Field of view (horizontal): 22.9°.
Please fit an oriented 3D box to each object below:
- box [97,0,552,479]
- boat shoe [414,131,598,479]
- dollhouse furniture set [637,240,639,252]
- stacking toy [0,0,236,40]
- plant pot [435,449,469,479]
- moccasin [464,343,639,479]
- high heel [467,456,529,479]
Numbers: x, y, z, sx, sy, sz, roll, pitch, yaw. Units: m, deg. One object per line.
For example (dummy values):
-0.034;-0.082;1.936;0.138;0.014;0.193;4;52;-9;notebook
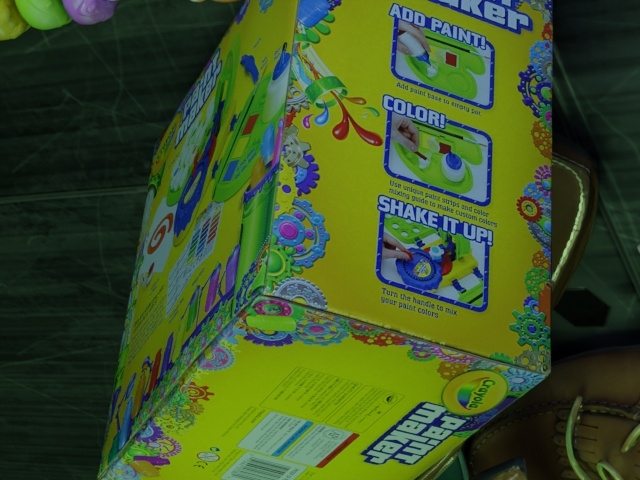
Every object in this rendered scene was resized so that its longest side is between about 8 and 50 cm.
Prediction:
0.000;0.000;1.007;0.177;0.279;0.290;17;147;-18;box
0.099;0.072;1.126;0.122;0.120;0.324;22;121;-8;boat shoe
0.311;0.005;0.987;0.123;0.144;0.151;-31;100;43;dollhouse furniture set
-0.182;-0.196;1.044;0.302;0.166;0.175;6;155;10;stacking toy
-0.017;0.221;1.351;0.290;0.290;0.195;22;177;7;plant pot
0.272;0.165;1.173;0.380;0.147;0.139;-3;136;34;moccasin
0.199;0.265;1.203;0.261;0.093;0.186;16;115;-19;high heel
